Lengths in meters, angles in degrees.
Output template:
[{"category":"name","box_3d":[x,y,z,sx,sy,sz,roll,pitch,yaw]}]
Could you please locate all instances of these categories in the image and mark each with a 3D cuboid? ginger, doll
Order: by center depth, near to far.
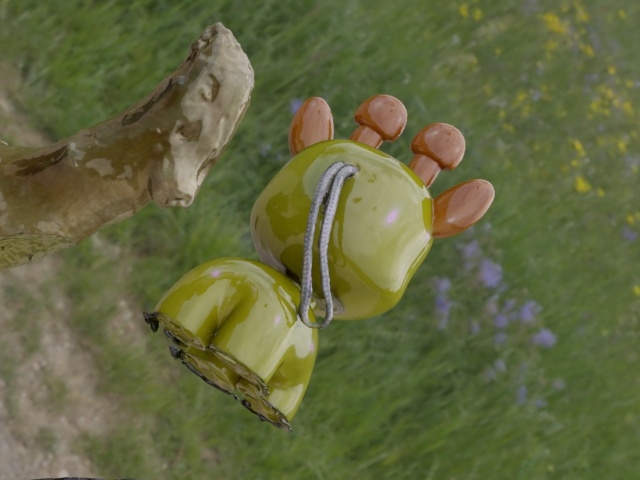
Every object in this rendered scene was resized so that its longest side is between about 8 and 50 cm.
[{"category":"ginger","box_3d":[-0.165,-0.040,0.718,0.086,0.294,0.131,53,25,-45]},{"category":"doll","box_3d":[0.000,0.000,0.775,0.143,0.221,0.135,30,-21,25]}]

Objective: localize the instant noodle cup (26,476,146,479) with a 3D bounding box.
[{"category":"instant noodle cup","box_3d":[-0.138,0.284,0.744,0.243,0.243,0.231,40,37,-40]}]
